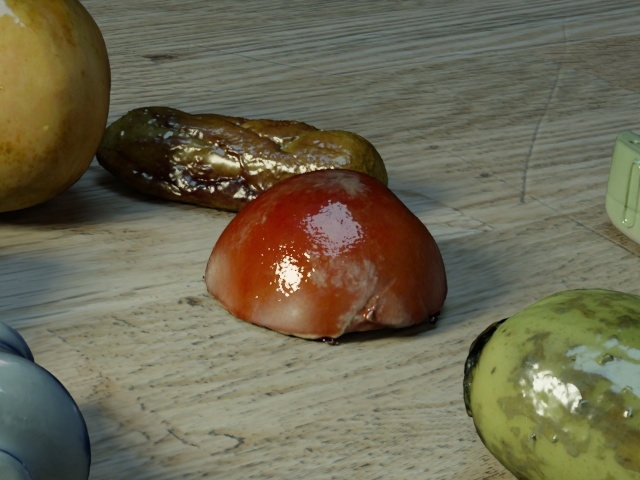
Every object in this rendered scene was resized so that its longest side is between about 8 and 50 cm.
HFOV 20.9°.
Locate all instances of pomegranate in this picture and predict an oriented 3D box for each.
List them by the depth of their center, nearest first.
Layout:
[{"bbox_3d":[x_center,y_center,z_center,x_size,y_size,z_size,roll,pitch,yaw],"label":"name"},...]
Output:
[{"bbox_3d":[-0.326,-0.162,1.643,0.252,0.270,0.229,2,12,-2],"label":"pomegranate"}]

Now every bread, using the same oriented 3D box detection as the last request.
[{"bbox_3d":[-0.101,-0.086,1.752,0.344,0.084,0.124,10,22,16],"label":"bread"}]

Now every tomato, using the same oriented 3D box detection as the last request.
[{"bbox_3d":[0.000,0.000,1.525,0.228,0.112,0.199,18,27,38],"label":"tomato"}]

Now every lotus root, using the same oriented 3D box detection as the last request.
[{"bbox_3d":[0.243,0.132,1.185,0.309,0.173,0.173,23,28,25],"label":"lotus root"}]

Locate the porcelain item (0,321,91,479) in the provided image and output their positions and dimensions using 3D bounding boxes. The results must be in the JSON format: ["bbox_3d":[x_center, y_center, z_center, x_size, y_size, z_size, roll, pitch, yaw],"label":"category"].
[{"bbox_3d":[-0.227,0.125,1.141,0.141,0.141,0.259,-1,15,-13],"label":"porcelain item"}]

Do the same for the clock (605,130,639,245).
[{"bbox_3d":[0.467,-0.040,1.708,0.324,0.108,0.265,-8,24,-29],"label":"clock"}]
